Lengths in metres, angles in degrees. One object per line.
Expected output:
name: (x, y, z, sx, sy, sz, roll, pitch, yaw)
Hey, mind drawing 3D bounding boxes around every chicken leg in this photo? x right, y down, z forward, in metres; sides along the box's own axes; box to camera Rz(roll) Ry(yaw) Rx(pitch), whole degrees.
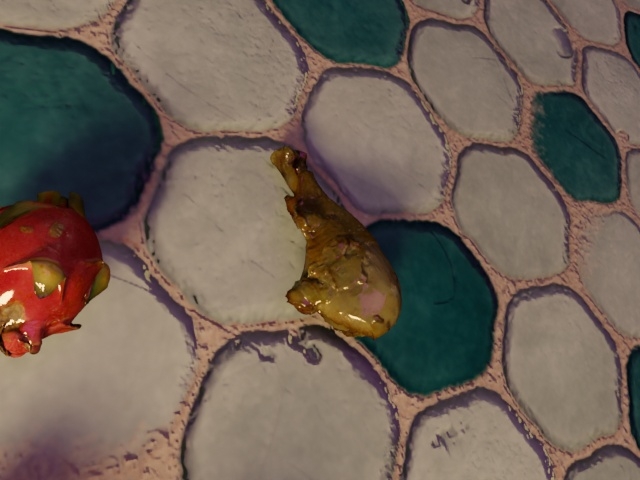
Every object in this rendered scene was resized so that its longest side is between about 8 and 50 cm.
chicken leg: (0.000, 0.000, 0.460, 0.093, 0.070, 0.178, -14, 70, -27)

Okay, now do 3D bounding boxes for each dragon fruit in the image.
dragon fruit: (-0.170, 0.012, 0.346, 0.086, 0.081, 0.116, 30, 29, -11)
